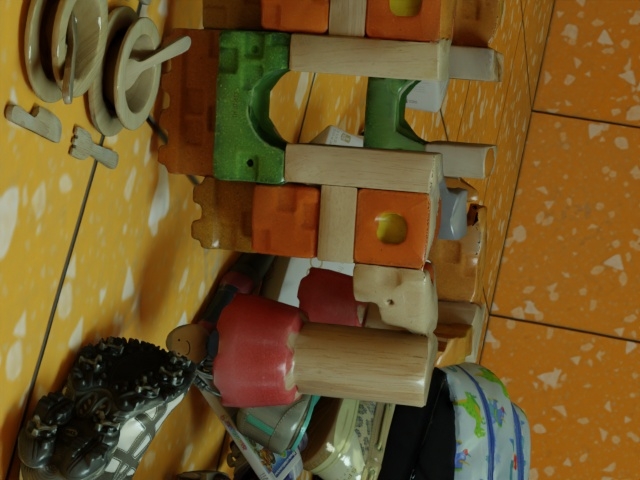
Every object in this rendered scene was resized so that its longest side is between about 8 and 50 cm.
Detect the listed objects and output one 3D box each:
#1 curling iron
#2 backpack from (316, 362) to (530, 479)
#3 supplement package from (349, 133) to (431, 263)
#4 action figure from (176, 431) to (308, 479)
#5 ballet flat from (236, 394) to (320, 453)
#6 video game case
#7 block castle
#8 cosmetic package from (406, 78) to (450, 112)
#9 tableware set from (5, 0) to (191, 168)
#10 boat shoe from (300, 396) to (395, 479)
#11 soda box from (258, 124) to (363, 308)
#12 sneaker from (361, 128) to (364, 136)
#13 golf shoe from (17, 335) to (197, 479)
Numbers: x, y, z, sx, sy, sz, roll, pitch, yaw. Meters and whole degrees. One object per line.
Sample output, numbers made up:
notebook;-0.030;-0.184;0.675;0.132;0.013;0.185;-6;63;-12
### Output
curling iron;-0.063;0.049;1.392;0.035;0.068;0.274;-55;-172;33
backpack;0.118;0.313;1.916;0.273;0.290;0.356;-1;86;-40
supplement package;0.063;0.028;1.709;0.203;0.149;0.194;85;19;-45
action figure;-0.062;0.267;1.389;0.285;0.099;0.185;-71;148;-75
ballet flat;-0.030;0.127;1.400;0.213;0.068;0.072;-54;169;-76
video game case;-0.065;0.155;1.379;0.122;0.011;0.087;56;16;0
block castle;0.016;-0.104;1.229;0.303;0.212;0.453;-20;114;-74
cosmetic package;0.110;-0.266;1.837;0.231;0.085;0.117;81;23;-59
tableware set;-0.133;-0.115;0.988;0.194;0.039;0.128;27;73;-77
boat shoe;0.050;0.169;1.804;0.104;0.089;0.285;-37;-159;44
soda box;0.000;0.000;1.536;0.069;0.074;0.216;-37;-147;58
sneaker;0.056;-0.097;1.868;0.037;0.031;0.083;-25;120;-58
golf shoe;-0.150;0.131;1.061;0.198;0.077;0.094;-39;149;-61
